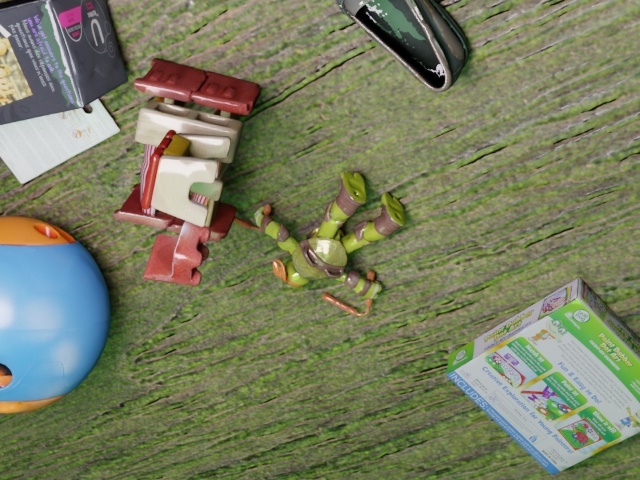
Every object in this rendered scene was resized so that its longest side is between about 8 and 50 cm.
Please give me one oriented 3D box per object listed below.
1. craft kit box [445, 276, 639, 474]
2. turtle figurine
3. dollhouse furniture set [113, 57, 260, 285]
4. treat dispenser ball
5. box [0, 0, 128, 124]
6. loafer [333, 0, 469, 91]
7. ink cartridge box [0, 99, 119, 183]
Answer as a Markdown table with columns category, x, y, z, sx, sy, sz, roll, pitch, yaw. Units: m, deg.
| category | x | y | z | sx | sy | sz | roll | pitch | yaw |
| --- | --- | --- | --- | --- | --- | --- | --- | --- | --- |
| craft kit box | 0.356 | 0.204 | 1.702 | 0.250 | 0.061 | 0.246 | 44 | 126 | -17 |
| turtle figurine | 0.000 | 0.000 | 1.632 | 0.269 | 0.087 | 0.217 | 37 | 126 | -12 |
| dollhouse furniture set | -0.186 | -0.075 | 1.436 | 0.152 | 0.374 | 0.201 | 13 | 112 | 0 |
| treat dispenser ball | -0.452 | 0.107 | 1.708 | 0.288 | 0.288 | 0.288 | 7 | 126 | 10 |
| box | -0.413 | -0.230 | 1.509 | 0.270 | 0.165 | 0.143 | -9 | 108 | 15 |
| loafer | 0.077 | -0.287 | 1.408 | 0.267 | 0.084 | 0.096 | 42 | 125 | -15 |
| ink cartridge box | -0.391 | -0.180 | 1.651 | 0.179 | 0.045 | 0.145 | -26 | 114 | 16 |
